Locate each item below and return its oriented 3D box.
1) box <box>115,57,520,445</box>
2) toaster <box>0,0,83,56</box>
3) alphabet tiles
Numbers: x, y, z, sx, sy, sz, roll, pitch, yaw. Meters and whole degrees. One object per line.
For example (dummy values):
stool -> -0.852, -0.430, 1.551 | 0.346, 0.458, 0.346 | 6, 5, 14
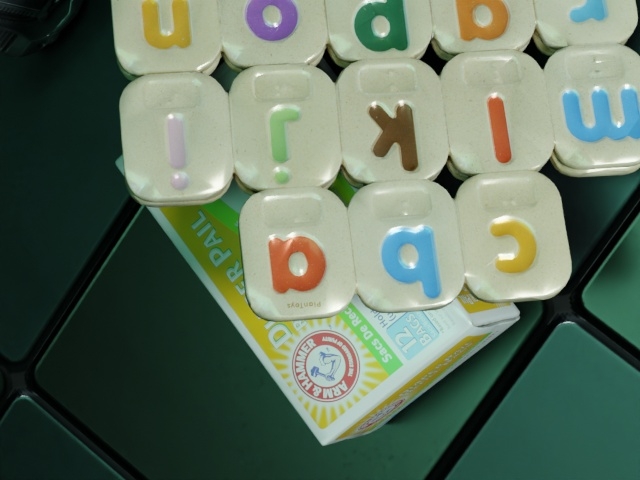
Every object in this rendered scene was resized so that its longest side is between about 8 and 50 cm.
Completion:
box -> 0.000, 0.000, 1.046 | 0.114, 0.103, 0.203 | -41, 77, 16
toaster -> -0.191, -0.215, 1.104 | 0.146, 0.129, 0.227 | 47, 108, 17
alphabet tiles -> 0.033, -0.094, 0.994 | 0.284, 0.021, 0.278 | -4, 71, -8
